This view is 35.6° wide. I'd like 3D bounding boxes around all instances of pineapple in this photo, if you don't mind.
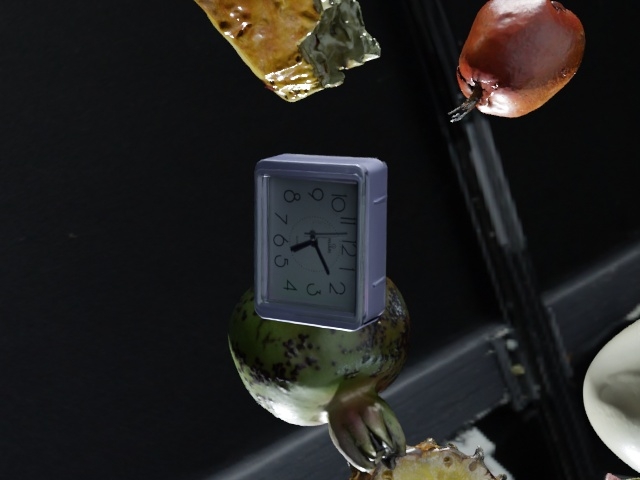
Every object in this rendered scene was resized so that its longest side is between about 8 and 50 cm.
[{"bbox_3d":[0.149,0.500,1.650,0.353,0.300,0.352,6,-114,-14],"label":"pineapple"}]

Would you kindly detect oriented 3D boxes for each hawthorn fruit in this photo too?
[{"bbox_3d":[0.344,-0.318,1.832,0.211,0.211,0.299,44,-99,-22],"label":"hawthorn fruit"}]

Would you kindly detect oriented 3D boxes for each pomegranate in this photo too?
[{"bbox_3d":[0.025,0.187,1.470,0.285,0.285,0.340,-10,-123,-34],"label":"pomegranate"}]

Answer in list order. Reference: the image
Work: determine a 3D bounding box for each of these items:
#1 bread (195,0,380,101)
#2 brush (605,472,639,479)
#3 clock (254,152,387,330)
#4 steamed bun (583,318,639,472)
[{"bbox_3d":[-0.037,-0.416,1.562,0.370,0.314,0.191,43,-133,-30],"label":"bread"},{"bbox_3d":[0.401,0.345,1.260,0.233,0.047,0.103,40,-139,-50],"label":"brush"},{"bbox_3d":[0.001,0.000,1.162,0.073,0.145,0.193,-21,-67,-63],"label":"clock"},{"bbox_3d":[0.553,0.199,1.500,0.324,0.324,0.206,-20,-104,-34],"label":"steamed bun"}]
